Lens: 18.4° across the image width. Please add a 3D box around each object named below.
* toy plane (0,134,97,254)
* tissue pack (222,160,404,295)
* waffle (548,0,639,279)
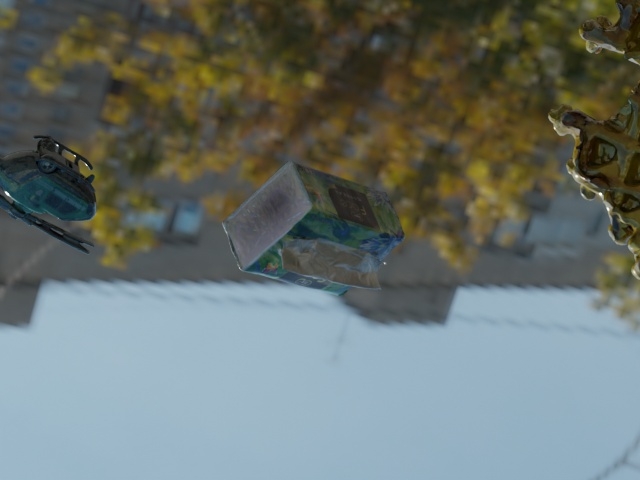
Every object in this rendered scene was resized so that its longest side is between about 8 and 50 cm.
[{"bbox_3d":[-0.326,-0.070,2.141,0.235,0.096,0.060,31,-160,-25],"label":"toy plane"},{"bbox_3d":[0.000,0.000,1.523,0.111,0.085,0.079,17,-140,-45],"label":"tissue pack"},{"bbox_3d":[0.281,-0.086,1.393,0.231,0.229,0.051,64,-161,6],"label":"waffle"}]
